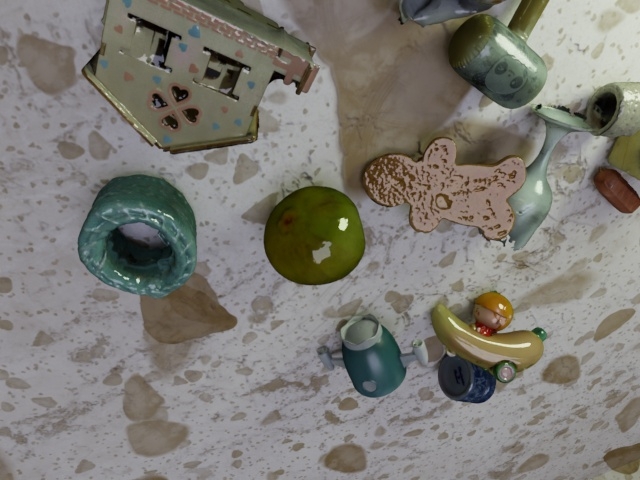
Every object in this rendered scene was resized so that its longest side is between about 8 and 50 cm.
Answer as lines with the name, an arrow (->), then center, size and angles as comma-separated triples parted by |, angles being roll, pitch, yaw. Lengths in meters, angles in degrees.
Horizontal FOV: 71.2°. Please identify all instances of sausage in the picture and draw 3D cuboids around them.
sausage -> 0.742, -0.128, 1.123 | 0.169, 0.065, 0.065 | 26, 113, -31

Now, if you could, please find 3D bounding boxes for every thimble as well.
thimble -> -0.339, -0.003, 0.858 | 0.198, 0.143, 0.235 | -15, 126, -4
thimble -> 0.641, -0.282, 0.963 | 0.090, 0.102, 0.115 | -5, 118, -11

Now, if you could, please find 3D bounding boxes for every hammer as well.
hammer -> 0.379, -0.413, 0.813 | 0.201, 0.113, 0.306 | 21, 107, -30

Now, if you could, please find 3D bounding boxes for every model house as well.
model house -> -0.197, -0.265, 0.718 | 0.325, 0.169, 0.244 | 17, 125, -23

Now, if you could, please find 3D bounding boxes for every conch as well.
conch -> 0.247, -0.450, 0.710 | 0.274, 0.182, 0.149 | -10, 94, -16

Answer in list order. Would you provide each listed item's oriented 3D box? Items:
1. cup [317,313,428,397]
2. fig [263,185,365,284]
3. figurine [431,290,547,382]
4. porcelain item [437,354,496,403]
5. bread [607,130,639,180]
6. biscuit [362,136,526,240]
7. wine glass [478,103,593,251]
cup -> 0.130, 0.294, 1.184 | 0.299, 0.168, 0.173 | -10, 121, 23
fig -> -0.001, -0.010, 0.921 | 0.230, 0.207, 0.207 | -6, 134, -54
figurine -> 0.465, 0.250, 1.241 | 0.324, 0.124, 0.222 | 26, 91, -2
porcelain item -> 0.447, 0.416, 1.360 | 0.114, 0.147, 0.147 | 15, 119, -25
bread -> 0.822, -0.238, 1.023 | 0.239, 0.135, 0.178 | -2, 124, -12
biscuit -> 0.259, -0.117, 0.962 | 0.338, 0.047, 0.216 | 6, 115, 4
wine glass -> 0.466, -0.136, 0.997 | 0.143, 0.143, 0.322 | 2, 125, -17
